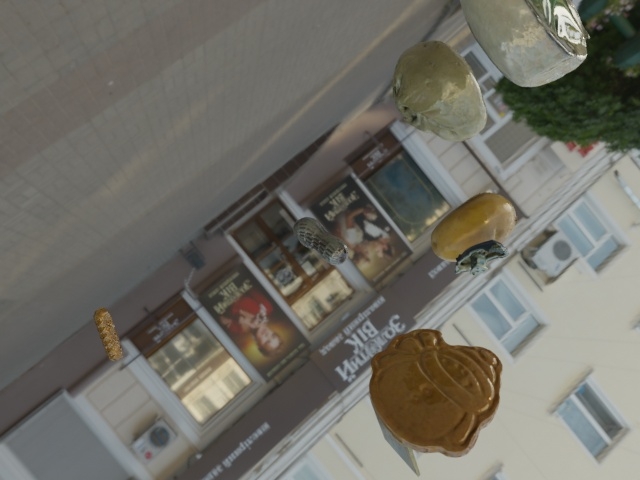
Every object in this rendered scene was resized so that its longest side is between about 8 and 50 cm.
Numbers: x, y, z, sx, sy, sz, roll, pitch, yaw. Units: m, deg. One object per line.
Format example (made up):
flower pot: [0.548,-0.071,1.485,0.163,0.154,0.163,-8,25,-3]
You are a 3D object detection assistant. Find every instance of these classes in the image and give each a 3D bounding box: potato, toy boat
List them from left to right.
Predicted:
potato: [0.358,-0.030,1.311,0.233,0.146,0.150,-33,133,-34]
toy boat: [0.205,0.026,0.730,0.083,0.038,0.038,-32,-173,48]

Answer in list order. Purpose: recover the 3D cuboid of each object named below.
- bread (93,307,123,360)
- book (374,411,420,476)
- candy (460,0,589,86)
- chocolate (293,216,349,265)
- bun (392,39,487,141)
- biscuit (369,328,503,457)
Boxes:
bread: [-0.578,0.256,1.544,0.044,0.157,0.052,-24,-162,-35]
book: [0.192,0.508,1.444,0.012,0.118,0.172,-26,-158,-15]
candy: [0.469,-0.568,1.364,0.186,0.427,0.386,-23,-167,47]
chocolate: [0.000,0.000,1.408,0.072,0.167,0.072,-42,157,-23]
bun: [0.379,-0.474,1.840,0.234,0.362,0.326,-38,176,-3]
biscuit: [0.278,0.346,1.371,0.351,0.312,0.057,-34,143,-34]
